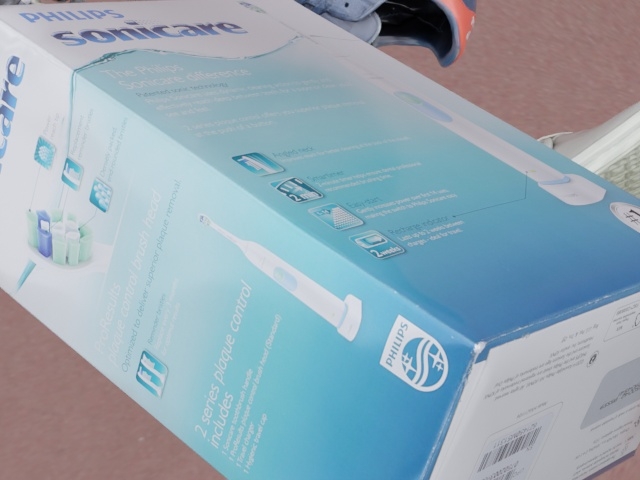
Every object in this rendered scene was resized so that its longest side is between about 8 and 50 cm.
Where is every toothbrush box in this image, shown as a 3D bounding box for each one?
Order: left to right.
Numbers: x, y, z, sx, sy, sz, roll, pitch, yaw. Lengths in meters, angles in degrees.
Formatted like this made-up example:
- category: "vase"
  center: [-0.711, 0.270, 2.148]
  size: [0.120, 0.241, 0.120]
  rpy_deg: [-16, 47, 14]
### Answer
- category: "toothbrush box"
  center: [0.000, 0.000, 0.664]
  size: [0.295, 0.216, 0.126]
  rpy_deg: [35, 119, 29]

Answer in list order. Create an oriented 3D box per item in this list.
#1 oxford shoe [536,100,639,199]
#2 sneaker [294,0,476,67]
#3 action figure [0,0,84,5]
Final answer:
- category: "oxford shoe"
  center: [0.249, -0.061, 1.612]
  size: [0.449, 0.169, 0.130]
  rpy_deg: [-39, 61, 42]
- category: "sneaker"
  center: [-0.009, -0.246, 1.427]
  size: [0.350, 0.131, 0.148]
  rpy_deg: [4, 66, -7]
- category: "action figure"
  center: [-0.224, -0.184, 1.003]
  size: [0.141, 0.164, 0.276]
  rpy_deg: [-28, 77, 20]
